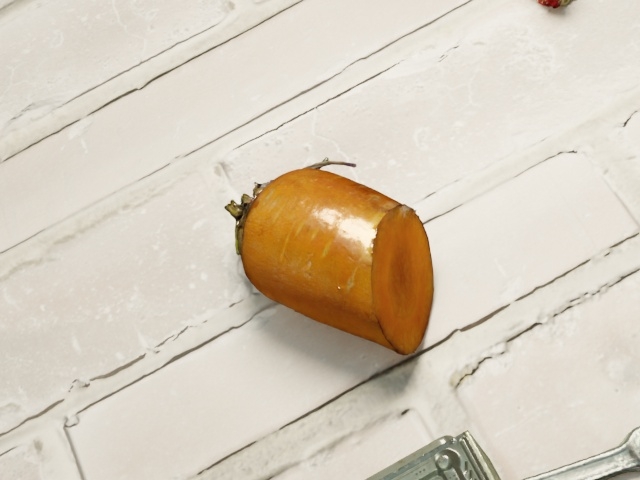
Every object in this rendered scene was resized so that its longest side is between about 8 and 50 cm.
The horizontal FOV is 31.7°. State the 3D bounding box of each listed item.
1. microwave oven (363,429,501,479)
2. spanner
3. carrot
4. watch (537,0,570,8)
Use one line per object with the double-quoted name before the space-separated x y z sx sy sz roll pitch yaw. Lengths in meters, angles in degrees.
"microwave oven" 0.112 0.352 1.300 0.240 0.145 0.194 -30 60 5
"spanner" 0.279 0.297 1.370 0.302 0.017 0.071 -22 57 4
"carrot" 0.000 0.000 1.511 0.331 0.193 0.214 19 109 29
"watch" 0.410 -0.463 1.679 0.268 0.165 0.102 -35 59 -3
